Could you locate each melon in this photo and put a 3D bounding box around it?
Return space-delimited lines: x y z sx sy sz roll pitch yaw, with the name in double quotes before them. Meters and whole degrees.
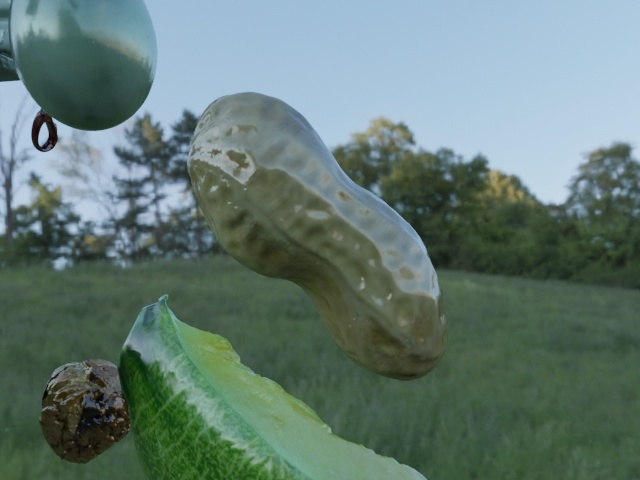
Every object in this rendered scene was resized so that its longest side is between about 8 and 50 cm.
"melon" -0.031 0.178 0.528 0.124 0.323 0.196 -47 -10 -46

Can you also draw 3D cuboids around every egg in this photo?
"egg" -0.283 -0.243 0.923 0.168 0.231 0.168 -14 -13 -3

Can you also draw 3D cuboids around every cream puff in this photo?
"cream puff" -0.294 0.218 0.981 0.119 0.133 0.104 36 -17 -34

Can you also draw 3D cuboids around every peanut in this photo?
"peanut" 0.000 0.000 0.663 0.136 0.298 0.120 -47 5 -28

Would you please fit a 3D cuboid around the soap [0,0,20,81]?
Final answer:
"soap" -0.538 -0.399 1.268 0.446 0.261 0.156 -5 -8 1

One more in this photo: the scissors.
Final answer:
"scissors" -0.394 -0.228 1.103 0.017 0.144 0.248 29 -16 8
